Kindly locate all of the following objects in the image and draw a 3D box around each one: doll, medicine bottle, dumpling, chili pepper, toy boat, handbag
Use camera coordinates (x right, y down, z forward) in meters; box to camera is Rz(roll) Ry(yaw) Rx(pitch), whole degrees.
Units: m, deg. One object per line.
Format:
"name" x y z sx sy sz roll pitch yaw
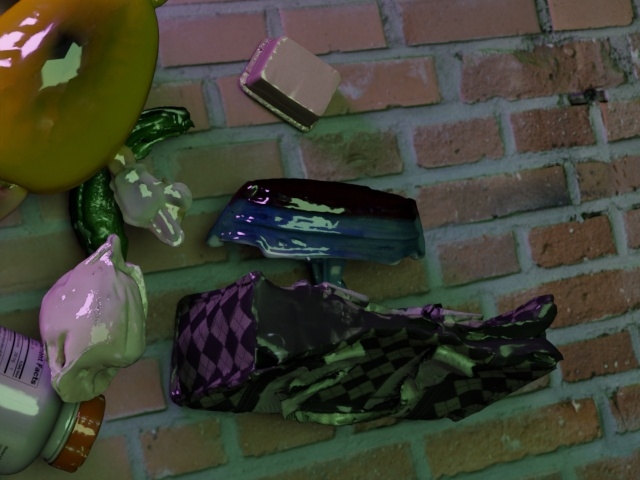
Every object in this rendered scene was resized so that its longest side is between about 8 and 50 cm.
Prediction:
"doll" -0.336 -0.121 1.489 0.423 0.161 0.348 -17 91 -15
"medicine bottle" -0.393 0.169 1.443 0.289 0.157 0.157 25 74 -19
"dumpling" -0.248 0.095 1.444 0.136 0.118 0.199 43 59 -53
"chili pepper" -0.248 -0.049 1.577 0.122 0.065 0.279 11 72 9
"toy boat" 0.000 0.000 1.663 0.309 0.129 0.142 4 110 -23
"handbag" 0.057 0.127 1.557 0.416 0.317 0.180 6 74 -23

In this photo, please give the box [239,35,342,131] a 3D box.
"box" -0.036 -0.213 1.701 0.122 0.062 0.089 33 71 -15
